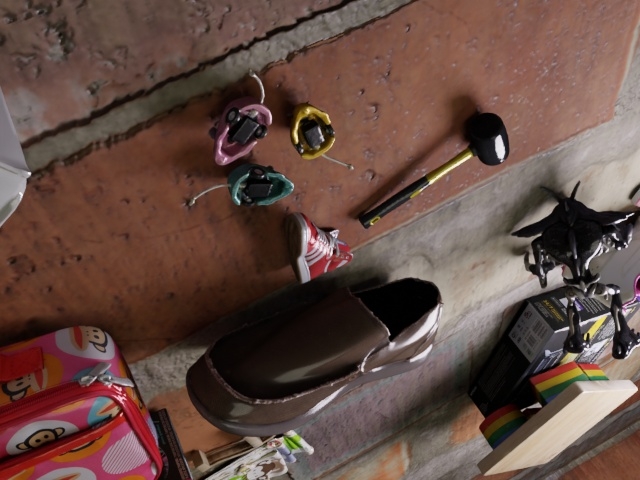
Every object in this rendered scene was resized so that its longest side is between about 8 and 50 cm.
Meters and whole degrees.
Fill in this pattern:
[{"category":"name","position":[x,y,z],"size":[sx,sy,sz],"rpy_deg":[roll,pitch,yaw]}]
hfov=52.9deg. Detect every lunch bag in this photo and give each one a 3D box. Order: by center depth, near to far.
[{"category":"lunch bag","position":[-0.319,0.199,0.624],"size":[0.293,0.120,0.258],"rpy_deg":[-20,138,-14]}]

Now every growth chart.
[{"category":"growth chart","position":[-0.120,0.395,1.084],"size":[0.237,0.021,0.172],"rpy_deg":[-34,146,1]}]

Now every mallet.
[{"category":"mallet","position":[0.130,-0.068,0.726],"size":[0.190,0.039,0.062],"rpy_deg":[-37,147,14]}]

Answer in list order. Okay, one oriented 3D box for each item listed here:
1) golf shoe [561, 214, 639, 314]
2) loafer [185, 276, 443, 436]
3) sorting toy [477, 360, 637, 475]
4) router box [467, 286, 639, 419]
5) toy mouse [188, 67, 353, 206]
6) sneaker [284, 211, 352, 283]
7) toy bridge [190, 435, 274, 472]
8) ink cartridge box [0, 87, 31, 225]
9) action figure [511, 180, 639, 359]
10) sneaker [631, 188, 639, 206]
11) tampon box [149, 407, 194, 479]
[{"category":"golf shoe","position":[0.554,0.023,1.070],"size":[0.306,0.140,0.115],"rpy_deg":[-25,142,-13]},{"category":"loafer","position":[0.008,0.111,0.773],"size":[0.366,0.134,0.130],"rpy_deg":[-15,137,-40]},{"category":"sorting toy","position":[0.441,0.333,1.245],"size":[0.256,0.089,0.257],"rpy_deg":[11,127,-44]},{"category":"router box","position":[0.453,0.213,1.260],"size":[0.243,0.081,0.308],"rpy_deg":[-11,139,-27]},{"category":"toy mouse","position":[-0.059,-0.078,0.564],"size":[0.143,0.031,0.161],"rpy_deg":[-34,144,0]},{"category":"sneaker","position":[0.000,0.000,0.693],"size":[0.067,0.042,0.118],"rpy_deg":[-20,150,-11]},{"category":"toy bridge","position":[-0.105,0.295,0.972],"size":[0.188,0.026,0.063],"rpy_deg":[-30,146,-4]},{"category":"ink cartridge box","position":[-0.344,-0.047,0.296],"size":[0.223,0.129,0.307],"rpy_deg":[-43,143,13]},{"category":"action figure","position":[0.379,0.033,0.942],"size":[0.164,0.141,0.275],"rpy_deg":[-12,107,21]},{"category":"sneaker","position":[0.569,-0.070,1.030],"size":[0.134,0.070,0.051],"rpy_deg":[-16,143,-21]},{"category":"tampon box","position":[-0.243,0.309,0.799],"size":[0.161,0.120,0.101],"rpy_deg":[-21,143,-17]}]
